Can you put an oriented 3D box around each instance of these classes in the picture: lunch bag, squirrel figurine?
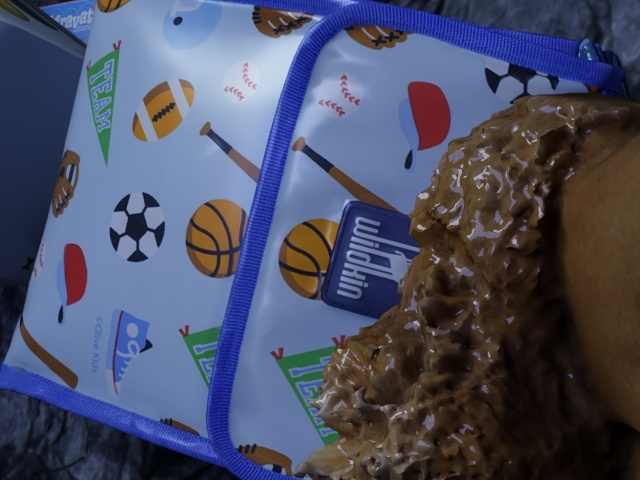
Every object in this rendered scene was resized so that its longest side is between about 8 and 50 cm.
[{"bbox_3d":[0.000,0.000,1.339,0.385,0.239,0.328,17,94,36],"label":"lunch bag"},{"bbox_3d":[0.201,0.115,1.101,0.397,0.281,0.370,10,99,20],"label":"squirrel figurine"}]

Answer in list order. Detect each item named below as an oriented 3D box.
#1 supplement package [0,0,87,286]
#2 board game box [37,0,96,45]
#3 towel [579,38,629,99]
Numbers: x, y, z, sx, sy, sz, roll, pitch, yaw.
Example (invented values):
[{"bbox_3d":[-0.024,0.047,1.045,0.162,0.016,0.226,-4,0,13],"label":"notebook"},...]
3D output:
[{"bbox_3d":[-0.324,-0.128,1.632,0.262,0.199,0.198,38,98,34],"label":"supplement package"},{"bbox_3d":[-0.157,-0.141,1.672,0.281,0.027,0.145,-3,73,40],"label":"board game box"},{"bbox_3d":[0.156,-0.084,1.379,0.119,0.029,0.067,-31,56,28],"label":"towel"}]
